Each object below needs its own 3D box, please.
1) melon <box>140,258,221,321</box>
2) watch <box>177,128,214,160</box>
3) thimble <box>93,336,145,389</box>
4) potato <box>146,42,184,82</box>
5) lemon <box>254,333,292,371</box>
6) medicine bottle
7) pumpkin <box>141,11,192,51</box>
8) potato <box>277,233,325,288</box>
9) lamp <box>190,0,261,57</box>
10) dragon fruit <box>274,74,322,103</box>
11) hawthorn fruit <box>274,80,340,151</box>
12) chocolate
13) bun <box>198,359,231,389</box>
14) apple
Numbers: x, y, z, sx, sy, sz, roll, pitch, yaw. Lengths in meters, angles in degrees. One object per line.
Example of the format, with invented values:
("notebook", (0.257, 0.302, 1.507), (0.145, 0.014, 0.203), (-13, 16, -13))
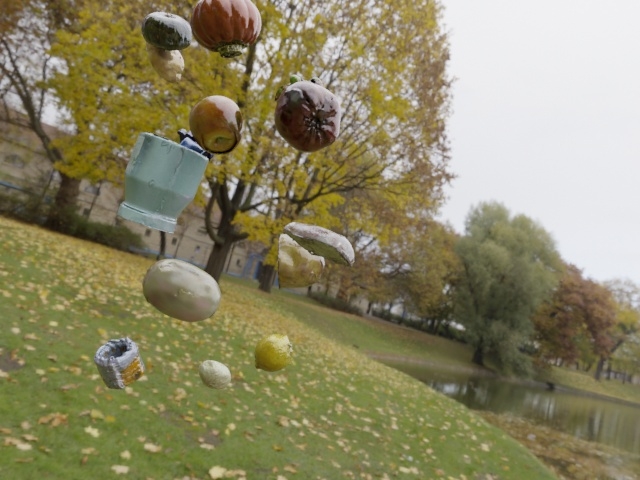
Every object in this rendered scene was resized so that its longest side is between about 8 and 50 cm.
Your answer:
("melon", (-0.553, 0.199, 1.943), (0.317, 0.223, 0.223), (30, -14, -19))
("watch", (-0.573, -0.356, 2.111), (0.171, 0.200, 0.196), (25, -43, 0))
("thimble", (-0.640, 0.388, 1.556), (0.151, 0.117, 0.127), (7, 29, 40))
("potato", (-0.716, -0.851, 2.275), (0.128, 0.234, 0.161), (-20, -5, 31))
("lemon", (-0.226, 0.538, 2.327), (0.173, 0.206, 0.173), (58, -2, 3))
("medicine bottle", (-0.541, -0.188, 1.658), (0.245, 0.290, 0.245), (20, -2, 1))
("pumpkin", (-0.671, -0.908, 2.137), (0.224, 0.157, 0.223), (10, 26, -5))
("potato", (-0.094, 0.114, 2.580), (0.237, 0.300, 0.288), (3, -24, 3))
("lamp", (-0.297, -0.683, 1.539), (0.223, 0.196, 0.223), (-10, 5, 1))
("dragon fruit", (-0.105, -0.689, 2.405), (0.268, 0.130, 0.295), (-27, -14, -1))
("hawthorn fruit", (-0.056, -0.544, 2.127), (0.308, 0.324, 0.308), (-3, -48, -3))
("chocolate", (0.000, 0.000, 1.920), (0.303, 0.100, 0.185), (14, -18, 44))
("bun", (-0.352, 0.447, 1.608), (0.115, 0.069, 0.115), (12, -43, 12))
("apple", (-0.415, -0.463, 1.986), (0.237, 0.207, 0.237), (-18, -8, -2))
